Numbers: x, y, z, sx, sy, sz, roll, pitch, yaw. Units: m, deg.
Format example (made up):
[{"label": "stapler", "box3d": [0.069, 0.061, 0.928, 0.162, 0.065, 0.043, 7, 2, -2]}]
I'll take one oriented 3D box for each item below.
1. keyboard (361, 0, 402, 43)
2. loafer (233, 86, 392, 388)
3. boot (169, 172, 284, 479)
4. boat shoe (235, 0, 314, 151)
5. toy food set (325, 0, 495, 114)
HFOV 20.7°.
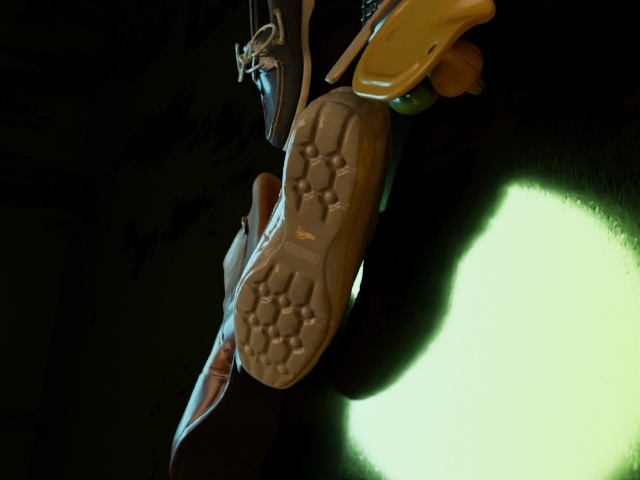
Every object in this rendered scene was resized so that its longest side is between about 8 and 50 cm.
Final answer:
[{"label": "keyboard", "box3d": [0.100, -0.311, 1.615, 0.317, 0.033, 0.201, 156, 124, -69]}, {"label": "loafer", "box3d": [0.000, 0.000, 1.651, 0.111, 0.112, 0.319, -40, -25, -54]}, {"label": "boot", "box3d": [-0.101, 0.099, 1.907, 0.280, 0.096, 0.264, -101, 27, -54]}, {"label": "boat shoe", "box3d": [-0.053, -0.215, 1.978, 0.095, 0.079, 0.254, 129, 148, -58]}, {"label": "toy food set", "box3d": [0.094, -0.157, 1.488, 0.128, 0.071, 0.218, -55, 19, -3]}]
